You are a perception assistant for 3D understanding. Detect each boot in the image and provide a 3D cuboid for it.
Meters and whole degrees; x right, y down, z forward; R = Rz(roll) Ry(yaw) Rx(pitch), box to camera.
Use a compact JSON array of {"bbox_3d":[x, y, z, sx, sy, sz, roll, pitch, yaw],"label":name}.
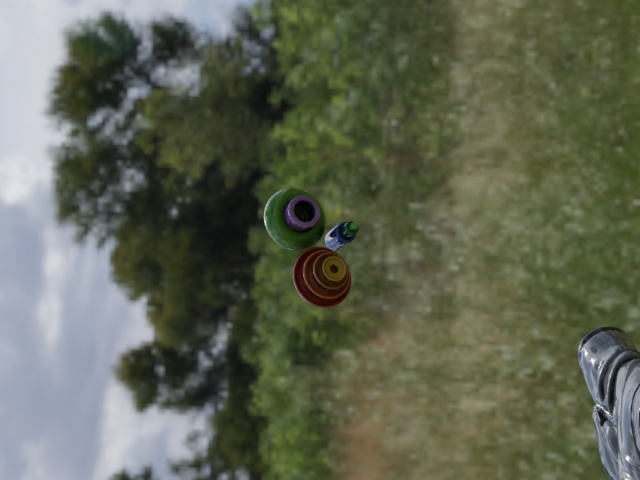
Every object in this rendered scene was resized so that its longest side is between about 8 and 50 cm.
[{"bbox_3d":[0.250,0.189,1.006,0.161,0.083,0.246,-137,36,-82],"label":"boot"}]

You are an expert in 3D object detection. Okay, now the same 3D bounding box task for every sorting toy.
[{"bbox_3d":[0.000,0.000,1.083,0.102,0.061,0.042,67,153,8],"label":"sorting toy"}]
